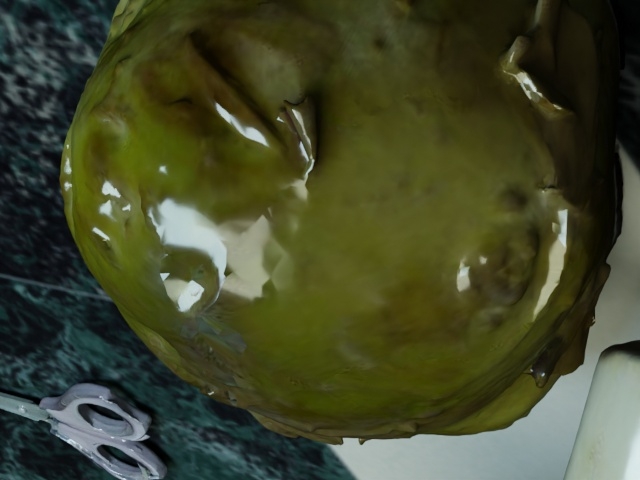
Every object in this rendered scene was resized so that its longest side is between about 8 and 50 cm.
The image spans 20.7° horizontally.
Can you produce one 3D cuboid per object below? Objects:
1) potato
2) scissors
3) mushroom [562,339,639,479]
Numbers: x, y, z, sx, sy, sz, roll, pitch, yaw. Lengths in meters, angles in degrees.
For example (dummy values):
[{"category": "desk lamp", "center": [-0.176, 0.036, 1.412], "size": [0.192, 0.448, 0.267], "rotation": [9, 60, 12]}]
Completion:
[{"category": "potato", "center": [0.000, 0.000, 0.750], "size": [0.246, 0.196, 0.300], "rotation": [17, 142, 19]}, {"category": "scissors", "center": [-0.185, 0.111, 1.141], "size": [0.189, 0.015, 0.100], "rotation": [12, 141, 24]}, {"category": "mushroom", "center": [0.153, 0.201, 0.844], "size": [0.314, 0.314, 0.336], "rotation": [17, 109, 17]}]
